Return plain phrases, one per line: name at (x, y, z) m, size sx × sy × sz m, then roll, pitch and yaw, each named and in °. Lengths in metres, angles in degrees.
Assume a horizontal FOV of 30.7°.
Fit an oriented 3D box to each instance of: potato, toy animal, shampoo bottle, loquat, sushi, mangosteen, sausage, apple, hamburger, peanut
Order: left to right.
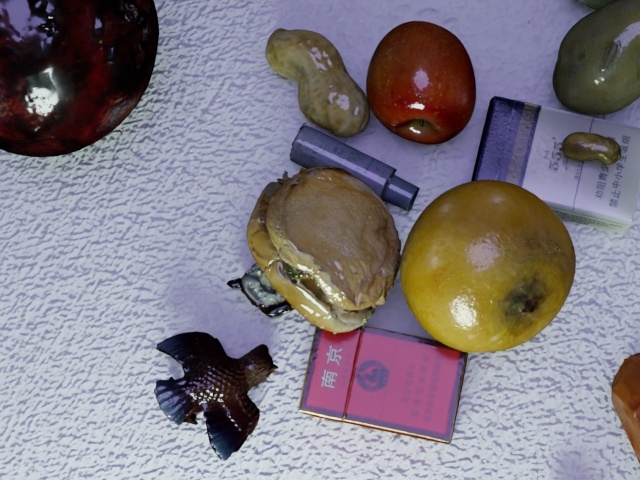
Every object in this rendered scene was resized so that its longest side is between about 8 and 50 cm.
mangosteen at (-0.444, -0.336, 1.821) m, size 0.381 × 0.381 × 0.421 m, roll -47°, pitch 46°, yaw -7°
toy animal at (-0.155, 0.219, 1.791) m, size 0.180 × 0.116 × 0.218 m, roll -30°, pitch 71°, yaw -2°
sushi at (-0.080, 0.076, 1.834) m, size 0.098 × 0.084 × 0.094 m, roll -34°, pitch 81°, yaw 1°
peanut at (-0.003, -0.262, 1.897) m, size 0.103 × 0.098 × 0.229 m, roll -29°, pitch 74°, yaw -14°
hamburger at (0.000, 0.000, 1.769) m, size 0.146 × 0.243 × 0.286 m, roll -37°, pitch 63°, yaw 38°
shampoo bottle at (0.055, -0.112, 1.875) m, size 0.214 × 0.072 × 0.072 m, roll 27°, pitch 81°, yaw 9°
apple at (0.162, -0.246, 1.842) m, size 0.181 × 0.181 × 0.168 m, roll 13°, pitch 65°, yaw 7°
loquat at (0.249, 0.038, 1.731) m, size 0.263 × 0.263 × 0.263 m, roll -1°, pitch 78°, yaw 4°
potato at (0.418, -0.143, 1.796) m, size 0.092 × 0.046 × 0.045 m, roll 9°, pitch 113°, yaw 14°
potato at (0.464, -0.294, 1.818) m, size 0.160 × 0.235 × 0.177 m, roll 27°, pitch 40°, yaw -22°
sausage at (0.522, 0.288, 1.727) m, size 0.133 × 0.133 × 0.258 m, roll -22°, pitch 73°, yaw -1°

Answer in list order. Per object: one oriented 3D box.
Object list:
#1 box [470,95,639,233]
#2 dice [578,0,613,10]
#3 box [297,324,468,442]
box at (0.377, -0.121, 1.852) m, size 0.259 × 0.071 × 0.168 m, roll 14°, pitch 79°, yaw 7°
dice at (0.525, -0.509, 1.836) m, size 0.255 × 0.250 × 0.251 m, roll 7°, pitch 79°, yaw 5°
box at (0.097, 0.215, 1.798) m, size 0.240 × 0.074 × 0.153 m, roll 11°, pitch 82°, yaw 7°
